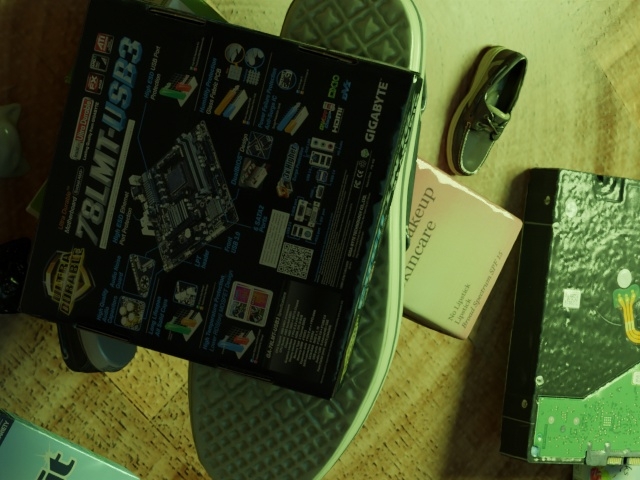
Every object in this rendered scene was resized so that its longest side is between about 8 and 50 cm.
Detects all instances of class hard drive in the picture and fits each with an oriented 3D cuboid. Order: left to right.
[{"bbox_3d":[0.333,0.093,1.920,0.237,0.064,0.339,5,90,-31],"label":"hard drive"}]

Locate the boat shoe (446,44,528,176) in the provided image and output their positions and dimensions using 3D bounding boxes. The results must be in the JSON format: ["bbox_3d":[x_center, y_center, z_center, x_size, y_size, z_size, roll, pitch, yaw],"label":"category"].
[{"bbox_3d":[0.185,-0.142,1.803,0.056,0.049,0.152,17,92,-35],"label":"boat shoe"}]

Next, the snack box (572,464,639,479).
[{"bbox_3d":[0.360,0.245,2.013,0.100,0.037,0.141,-8,104,-32],"label":"snack box"}]

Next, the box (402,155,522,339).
[{"bbox_3d":[0.072,-0.014,1.715,0.232,0.127,0.148,29,85,-34],"label":"box"}]

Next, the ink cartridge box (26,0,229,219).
[{"bbox_3d":[-0.162,-0.096,1.561,0.189,0.097,0.255,40,80,-35],"label":"ink cartridge box"}]

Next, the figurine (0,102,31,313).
[{"bbox_3d":[-0.349,-0.018,1.479,0.209,0.092,0.215,-11,106,-38],"label":"figurine"}]

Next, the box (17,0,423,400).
[{"bbox_3d":[-0.088,-0.041,1.421,0.293,0.073,0.295,15,96,8],"label":"box"}]

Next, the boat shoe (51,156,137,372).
[{"bbox_3d":[-0.231,0.017,1.555,0.080,0.076,0.228,-7,83,-54],"label":"boat shoe"}]

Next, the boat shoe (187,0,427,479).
[{"bbox_3d":[0.000,0.000,1.524,0.187,0.156,0.500,12,95,8],"label":"boat shoe"}]

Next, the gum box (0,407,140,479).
[{"bbox_3d":[-0.292,0.263,1.599,0.184,0.041,0.157,32,85,-34],"label":"gum box"}]
